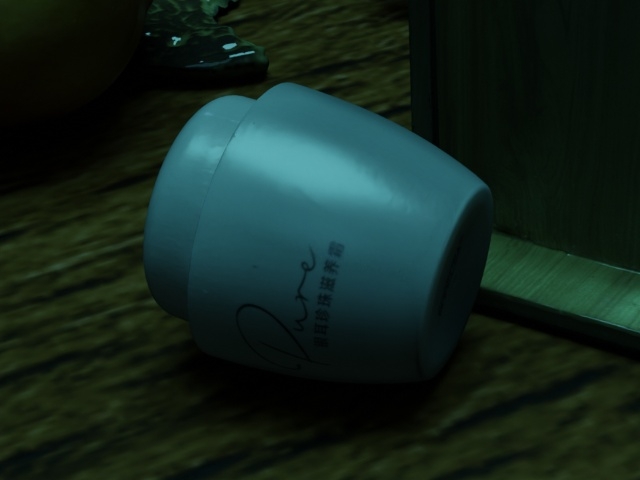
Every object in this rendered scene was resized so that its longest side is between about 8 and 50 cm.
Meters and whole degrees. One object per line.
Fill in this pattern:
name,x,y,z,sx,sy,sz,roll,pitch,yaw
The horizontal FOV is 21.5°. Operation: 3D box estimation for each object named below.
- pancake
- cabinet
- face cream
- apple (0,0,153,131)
pancake,-0.058,-0.126,0.816,0.184,0.020,0.190,23,41,38
cabinet,0.158,-0.073,0.580,0.174,0.148,0.215,16,35,30
face cream,0.000,0.000,0.533,0.095,0.091,0.091,17,36,18
apple,-0.145,-0.129,0.687,0.199,0.199,0.199,-3,31,2
